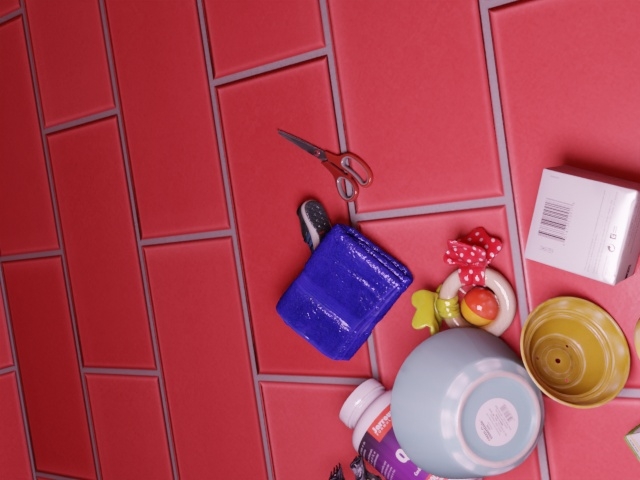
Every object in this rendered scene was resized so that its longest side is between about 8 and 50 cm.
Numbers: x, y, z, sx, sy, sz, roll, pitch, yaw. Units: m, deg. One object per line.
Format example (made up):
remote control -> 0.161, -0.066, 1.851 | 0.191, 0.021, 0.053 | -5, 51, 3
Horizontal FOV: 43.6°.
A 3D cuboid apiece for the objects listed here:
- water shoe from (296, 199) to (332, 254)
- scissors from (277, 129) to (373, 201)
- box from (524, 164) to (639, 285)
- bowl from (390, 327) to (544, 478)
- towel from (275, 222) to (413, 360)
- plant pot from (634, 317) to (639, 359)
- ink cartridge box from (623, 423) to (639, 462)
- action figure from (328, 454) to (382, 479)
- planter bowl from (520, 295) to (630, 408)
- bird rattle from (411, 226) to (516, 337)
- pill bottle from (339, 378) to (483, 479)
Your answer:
water shoe -> 0.000, 0.000, 1.943 | 0.080, 0.073, 0.203 | -17, 89, 67
scissors -> 0.011, -0.210, 1.919 | 0.297, 0.021, 0.109 | 47, 125, 24
box -> 0.501, -0.033, 1.496 | 0.182, 0.119, 0.180 | 19, 109, 34
bowl -> 0.310, 0.331, 1.561 | 0.163, 0.312, 0.311 | 176, 84, -73
towel -> 0.047, 0.130, 1.865 | 0.228, 0.076, 0.308 | 36, 121, 1
plant pot -> 0.671, 0.147, 1.331 | 0.254, 0.254, 0.239 | 59, 143, 15
ink cartridge box -> 0.661, 0.379, 1.369 | 0.188, 0.097, 0.255 | 58, 166, 15
action figure -> 0.158, 0.612, 1.871 | 0.275, 0.141, 0.164 | 46, 117, -8
planter bowl -> 0.475, 0.224, 1.549 | 0.217, 0.217, 0.090 | 58, 161, 15
bird rattle -> 0.320, 0.111, 1.693 | 0.207, 0.143, 0.253 | 40, 107, 13
pill bottle -> 0.198, 0.455, 1.778 | 0.323, 0.182, 0.181 | 38, 119, 27
